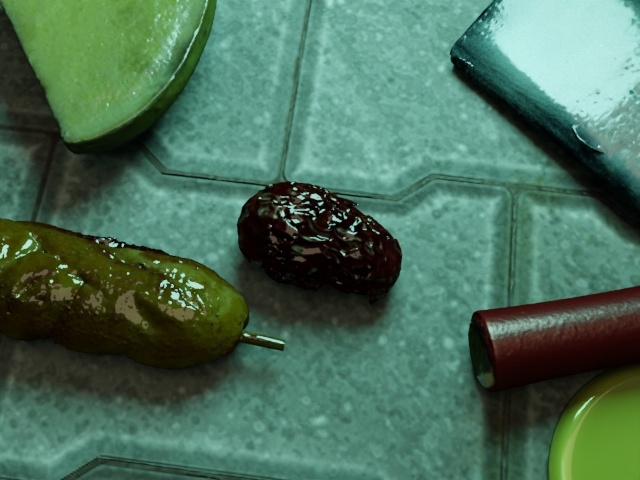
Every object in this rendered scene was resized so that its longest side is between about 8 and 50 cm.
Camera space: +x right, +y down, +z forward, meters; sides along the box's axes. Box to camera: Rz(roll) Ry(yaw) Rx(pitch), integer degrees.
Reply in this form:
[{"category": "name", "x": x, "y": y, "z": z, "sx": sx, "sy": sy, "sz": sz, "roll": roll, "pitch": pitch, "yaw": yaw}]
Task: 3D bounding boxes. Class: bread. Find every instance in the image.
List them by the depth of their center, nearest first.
[{"category": "bread", "x": -0.199, "y": 0.052, "z": 0.755, "sx": 0.344, "sy": 0.084, "sz": 0.124, "roll": 13, "pitch": 69, "yaw": 5}]

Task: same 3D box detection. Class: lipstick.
[{"category": "lipstick", "x": 0.262, "y": 0.085, "z": 0.744, "sx": 0.241, "sy": 0.080, "sz": 0.080, "roll": -10, "pitch": 69, "yaw": -4}]

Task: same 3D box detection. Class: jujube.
[{"category": "jujube", "x": 0.001, "y": -0.004, "z": 0.776, "sx": 0.166, "sy": 0.104, "sz": 0.104, "roll": 16, "pitch": 69, "yaw": -7}]

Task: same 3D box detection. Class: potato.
[{"category": "potato", "x": -0.240, "y": -0.198, "z": 0.842, "sx": 0.269, "sy": 0.112, "sz": 0.255, "roll": -2, "pitch": 72, "yaw": 3}]

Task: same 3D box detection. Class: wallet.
[{"category": "wallet", "x": 0.326, "y": -0.148, "z": 0.818, "sx": 0.191, "sy": 0.046, "sz": 0.379, "roll": -45, "pitch": 70, "yaw": 1}]

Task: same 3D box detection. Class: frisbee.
[{"category": "frisbee", "x": 0.326, "y": 0.223, "z": 0.722, "sx": 0.236, "sy": 0.017, "sz": 0.236, "roll": 0, "pitch": 69, "yaw": 0}]
